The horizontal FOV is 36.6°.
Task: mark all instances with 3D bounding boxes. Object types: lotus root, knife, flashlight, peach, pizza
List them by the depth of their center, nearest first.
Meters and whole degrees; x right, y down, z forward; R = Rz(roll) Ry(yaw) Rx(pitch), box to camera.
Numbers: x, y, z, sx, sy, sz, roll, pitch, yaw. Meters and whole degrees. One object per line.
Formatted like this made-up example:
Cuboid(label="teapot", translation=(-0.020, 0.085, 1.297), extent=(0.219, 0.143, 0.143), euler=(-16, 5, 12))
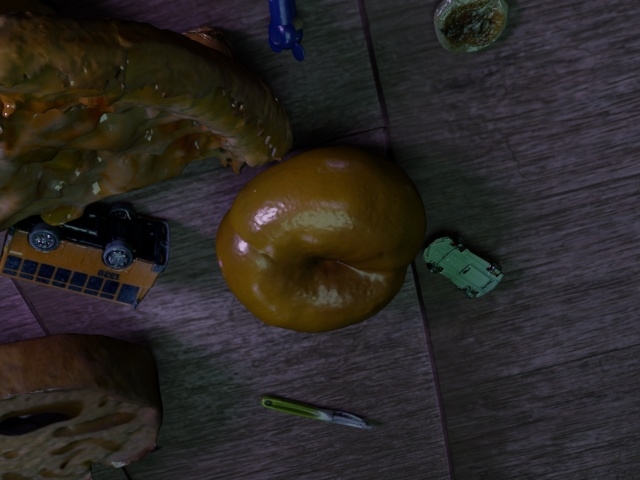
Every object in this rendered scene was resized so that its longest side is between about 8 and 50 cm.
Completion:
Cuboid(label="pizza", translation=(-0.222, -0.105, 0.898), extent=(0.435, 0.080, 0.392), euler=(-20, 166, -11))
Cuboid(label="flashlight", translation=(-0.038, -0.246, 0.998), extent=(0.035, 0.057, 0.121), euler=(-31, 132, -31))
Cuboid(label="peach", translation=(0.000, 0.000, 1.139), extent=(0.251, 0.153, 0.251), euler=(-17, 138, -16))
Cuboid(label="lotus root", translation=(-0.403, 0.244, 1.253), extent=(0.390, 0.111, 0.375), euler=(-27, 149, 12))
Cuboid(label="knife", translation=(-0.005, 0.259, 1.454), extent=(0.184, 0.026, 0.022), euler=(17, 86, -21))

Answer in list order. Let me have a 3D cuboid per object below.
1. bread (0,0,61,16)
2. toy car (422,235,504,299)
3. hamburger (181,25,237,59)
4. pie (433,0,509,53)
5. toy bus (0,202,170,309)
Cuboid(label="bread", translation=(-0.354, -0.182, 0.914), extent=(0.158, 0.156, 0.260), euler=(-41, 124, 22))
Cuboid(label="toy car", translation=(0.187, 0.031, 1.281), extent=(0.122, 0.035, 0.059), euler=(34, 118, -23))
Cuboid(label="hamburger", translation=(-0.131, -0.188, 1.025), extent=(0.083, 0.044, 0.076), euler=(-23, 130, 13))
Cuboid(label="pie", translation=(0.165, -0.239, 1.050), extent=(0.085, 0.017, 0.085), euler=(-5, 132, -6))
Cuboid(label="toy bus", translation=(-0.277, 0.010, 1.141), extent=(0.182, 0.091, 0.103), euler=(16, 128, -20))
